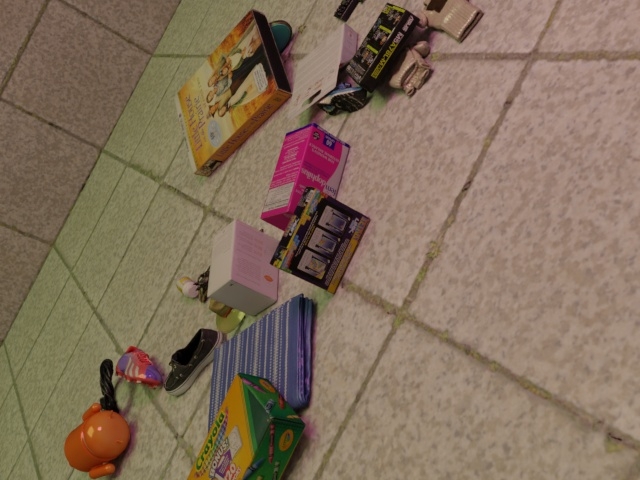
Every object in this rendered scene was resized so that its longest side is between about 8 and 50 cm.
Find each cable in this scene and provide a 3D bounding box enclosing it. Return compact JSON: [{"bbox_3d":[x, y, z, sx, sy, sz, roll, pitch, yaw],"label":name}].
[{"bbox_3d":[-0.584,0.407,2.019,0.184,0.047,0.150,177,93,-70],"label":"cable"}]

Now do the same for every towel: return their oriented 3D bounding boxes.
[{"bbox_3d":[-0.127,0.276,1.508,0.336,0.040,0.243,-35,43,40],"label":"towel"}]

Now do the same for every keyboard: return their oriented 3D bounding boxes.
[{"bbox_3d":[0.100,-0.658,1.905,0.180,0.023,0.108,-57,31,11],"label":"keyboard"}]

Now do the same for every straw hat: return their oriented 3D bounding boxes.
[{"bbox_3d":[-0.232,0.148,1.729,0.144,0.061,0.144,-37,39,36],"label":"straw hat"}]

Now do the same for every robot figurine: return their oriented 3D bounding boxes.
[{"bbox_3d":[-0.577,0.522,1.889,0.219,0.128,0.158,-39,23,36],"label":"robot figurine"}]

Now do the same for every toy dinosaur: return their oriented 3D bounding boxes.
[{"bbox_3d":[-0.246,0.073,1.794,0.268,0.064,0.118,-43,13,26],"label":"toy dinosaur"}]

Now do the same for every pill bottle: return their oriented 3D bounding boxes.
[{"bbox_3d":[-0.353,0.126,1.942,0.043,0.043,0.083,-63,31,0],"label":"pill bottle"}]

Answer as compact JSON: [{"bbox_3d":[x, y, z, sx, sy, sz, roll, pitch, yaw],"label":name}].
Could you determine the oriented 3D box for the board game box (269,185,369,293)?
[{"bbox_3d":[0.000,0.000,1.421,0.048,0.141,0.170,22,85,58],"label":"board game box"}]

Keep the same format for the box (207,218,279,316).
[{"bbox_3d":[-0.171,0.062,1.638,0.091,0.130,0.170,-35,40,37],"label":"box"}]

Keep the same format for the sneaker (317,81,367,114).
[{"bbox_3d":[0.053,-0.342,1.689,0.162,0.063,0.073,5,66,56],"label":"sneaker"}]

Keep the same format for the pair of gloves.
[{"bbox_3d":[0.216,-0.429,1.534,0.240,0.042,0.204,-48,34,24],"label":"pair of gloves"}]

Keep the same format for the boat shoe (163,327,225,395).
[{"bbox_3d":[-0.319,0.286,1.734,0.228,0.076,0.080,-43,36,28],"label":"boat shoe"}]

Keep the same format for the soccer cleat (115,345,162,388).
[{"bbox_3d":[-0.481,0.334,1.937,0.248,0.083,0.095,-6,63,58],"label":"soccer cleat"}]

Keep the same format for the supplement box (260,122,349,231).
[{"bbox_3d":[-0.033,-0.130,1.601,0.114,0.111,0.220,-10,59,52],"label":"supplement box"}]

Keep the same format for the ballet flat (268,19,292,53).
[{"bbox_3d":[-0.187,-0.572,2.200,0.280,0.095,0.096,-41,28,30],"label":"ballet flat"}]

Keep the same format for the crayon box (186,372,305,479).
[{"bbox_3d":[-0.148,0.409,1.349,0.165,0.081,0.278,35,102,55],"label":"crayon box"}]

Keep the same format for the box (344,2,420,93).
[{"bbox_3d":[0.131,-0.426,1.599,0.184,0.045,0.190,-54,19,13],"label":"box"}]

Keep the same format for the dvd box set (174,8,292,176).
[{"bbox_3d":[-0.271,-0.428,2.145,0.420,0.062,0.307,-37,59,36],"label":"dvd box set"}]

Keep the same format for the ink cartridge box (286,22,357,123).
[{"bbox_3d":[0.005,-0.402,1.807,0.189,0.066,0.232,-30,44,41],"label":"ink cartridge box"}]
